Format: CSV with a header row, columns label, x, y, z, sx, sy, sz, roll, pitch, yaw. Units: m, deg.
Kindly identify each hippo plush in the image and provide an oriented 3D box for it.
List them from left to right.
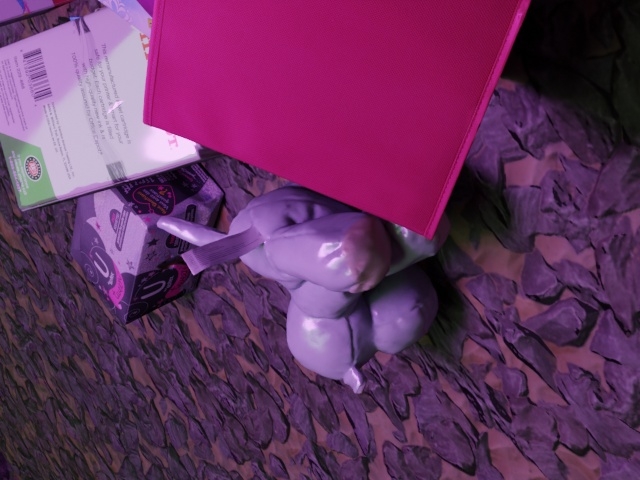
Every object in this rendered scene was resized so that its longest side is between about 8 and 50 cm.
label,x,y,z,sx,sy,sz,roll,pitch,yaw
hippo plush,0.027,0.054,1.098,0.234,0.294,0.236,43,155,58

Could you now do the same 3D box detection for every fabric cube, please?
label,x,y,z,sx,sy,sz,roll,pitch,yaw
fabric cube,0.037,-0.207,0.829,0.258,0.259,0.254,22,136,6

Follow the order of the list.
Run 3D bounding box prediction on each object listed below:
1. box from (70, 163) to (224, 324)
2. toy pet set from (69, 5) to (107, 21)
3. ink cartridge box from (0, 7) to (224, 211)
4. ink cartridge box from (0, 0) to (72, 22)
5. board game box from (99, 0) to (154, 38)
label,x,y,z,sx,sy,sz,roll,pitch,yaw
box,-0.263,-0.020,1.532,0.163,0.142,0.247,49,144,20
toy pet set,-0.304,-0.287,1.498,0.114,0.065,0.122,1,122,15
ink cartridge box,-0.267,-0.174,1.319,0.289,0.121,0.211,-12,94,25
ink cartridge box,-0.478,-0.363,1.552,0.127,0.175,0.072,1,113,53
board game box,-0.194,-0.366,0.977,0.318,0.066,0.318,37,144,20
